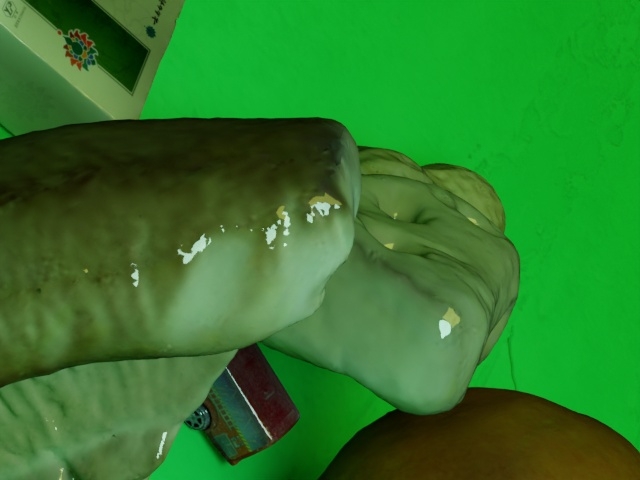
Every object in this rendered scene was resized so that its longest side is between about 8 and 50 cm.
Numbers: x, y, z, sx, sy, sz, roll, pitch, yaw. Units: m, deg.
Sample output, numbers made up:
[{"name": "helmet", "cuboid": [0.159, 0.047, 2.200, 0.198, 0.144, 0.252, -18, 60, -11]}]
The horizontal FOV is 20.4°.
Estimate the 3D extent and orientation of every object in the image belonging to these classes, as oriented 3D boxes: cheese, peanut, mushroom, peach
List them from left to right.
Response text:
[{"name": "mushroom", "cuboid": [-0.176, 0.014, 1.145, 0.314, 0.397, 0.224, 28, 35, -31]}, {"name": "cheese", "cuboid": [0.000, 0.000, 1.453, 0.328, 0.129, 0.351, 27, 15, 7]}, {"name": "peanut", "cuboid": [0.081, -0.019, 1.713, 0.313, 0.149, 0.149, 2, 68, -53]}, {"name": "peach", "cuboid": [0.141, 0.291, 1.417, 0.343, 0.302, 0.342, -22, 127, -32]}]

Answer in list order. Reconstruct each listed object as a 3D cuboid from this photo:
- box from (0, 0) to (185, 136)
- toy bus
[{"name": "box", "cuboid": [-0.216, -0.190, 1.481, 0.168, 0.095, 0.212, 39, 43, -26]}, {"name": "toy bus", "cuboid": [-0.094, 0.091, 1.479, 0.192, 0.077, 0.065, 59, 37, -7]}]
